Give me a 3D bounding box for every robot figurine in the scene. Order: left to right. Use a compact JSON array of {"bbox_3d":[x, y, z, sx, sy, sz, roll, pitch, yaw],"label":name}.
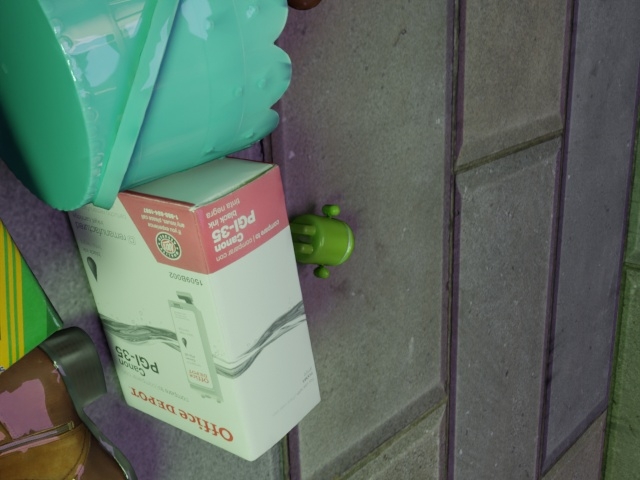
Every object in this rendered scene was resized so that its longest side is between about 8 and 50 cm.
[{"bbox_3d":[0.000,0.000,1.021,0.115,0.067,0.101,8,89,-51],"label":"robot figurine"}]

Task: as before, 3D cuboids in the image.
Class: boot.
[{"bbox_3d":[-0.316,0.247,0.701,0.280,0.096,0.264,-26,120,-42],"label":"boot"}]

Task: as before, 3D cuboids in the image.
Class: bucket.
[{"bbox_3d":[-0.176,-0.166,0.616,0.183,0.281,0.281,-32,124,-33],"label":"bucket"}]

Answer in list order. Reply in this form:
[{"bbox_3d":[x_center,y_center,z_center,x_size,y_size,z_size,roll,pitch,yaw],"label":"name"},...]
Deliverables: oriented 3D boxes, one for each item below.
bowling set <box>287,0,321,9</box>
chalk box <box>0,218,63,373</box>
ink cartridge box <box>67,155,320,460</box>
[{"bbox_3d":[-0.078,-0.340,0.798,0.287,0.154,0.200,-48,152,-32],"label":"bowling set"},{"bbox_3d":[-0.351,-0.015,0.517,0.179,0.180,0.289,-43,129,-34],"label":"chalk box"},{"bbox_3d":[-0.127,0.059,0.774,0.117,0.207,0.283,-35,125,-43],"label":"ink cartridge box"}]
